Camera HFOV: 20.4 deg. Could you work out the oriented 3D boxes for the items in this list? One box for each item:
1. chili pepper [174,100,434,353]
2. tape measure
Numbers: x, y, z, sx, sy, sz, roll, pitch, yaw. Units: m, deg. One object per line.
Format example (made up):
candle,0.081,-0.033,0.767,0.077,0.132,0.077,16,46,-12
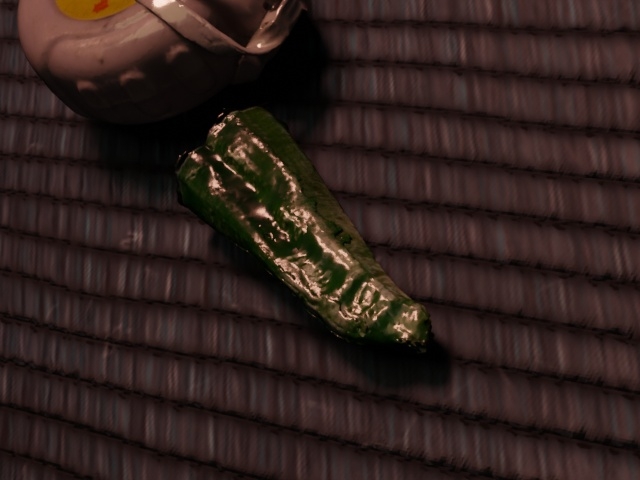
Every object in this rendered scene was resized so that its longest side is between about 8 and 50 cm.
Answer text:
chili pepper,0.000,0.000,1.078,0.088,0.059,0.227,-45,49,-2
tape measure,-0.113,-0.172,1.217,0.197,0.120,0.236,-29,45,10
